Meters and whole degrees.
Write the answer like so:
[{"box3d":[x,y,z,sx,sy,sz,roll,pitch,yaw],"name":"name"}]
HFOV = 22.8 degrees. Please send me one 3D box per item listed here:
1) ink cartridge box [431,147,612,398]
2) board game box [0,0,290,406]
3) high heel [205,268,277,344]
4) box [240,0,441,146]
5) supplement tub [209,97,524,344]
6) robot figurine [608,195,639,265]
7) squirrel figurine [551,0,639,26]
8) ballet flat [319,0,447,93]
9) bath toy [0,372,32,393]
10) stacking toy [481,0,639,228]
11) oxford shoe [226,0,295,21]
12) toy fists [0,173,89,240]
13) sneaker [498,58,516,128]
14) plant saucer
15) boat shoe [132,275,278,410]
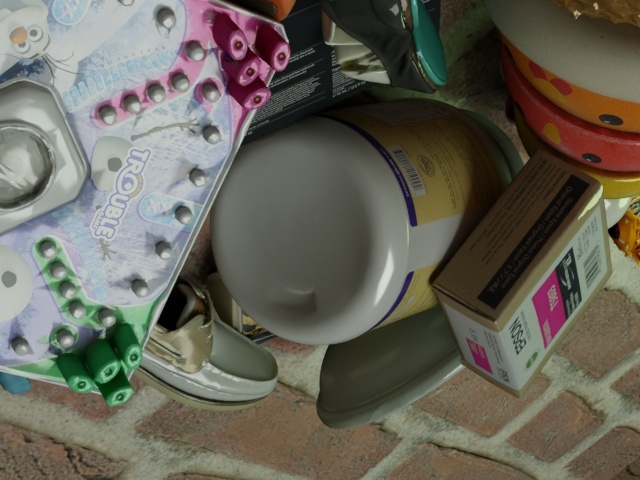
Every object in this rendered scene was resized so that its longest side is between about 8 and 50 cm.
[{"box3d":[0.225,0.041,1.715,0.193,0.088,0.235,-53,155,-12],"name":"ink cartridge box"},{"box3d":[-0.262,-0.061,1.331,0.390,0.050,0.390,17,108,-30],"name":"board game box"},{"box3d":[-0.042,0.056,1.932,0.186,0.093,0.261,-24,162,-13],"name":"high heel"},{"box3d":[-0.015,-0.218,1.538,0.261,0.103,0.184,-25,152,-15],"name":"box"},{"box3d":[0.064,-0.031,1.731,0.331,0.241,0.241,-15,148,-55],"name":"supplement tub"},{"box3d":[0.431,-0.052,2.273,0.211,0.085,0.291,-26,151,-17],"name":"robot figurine"},{"box3d":[0.275,-0.342,1.352,0.370,0.397,0.281,-14,138,-37],"name":"squirrel figurine"},{"box3d":[0.052,-0.196,1.439,0.096,0.095,0.280,-11,167,9],"name":"ballet flat"},{"box3d":[-0.478,0.195,1.660,0.348,0.129,0.151,-30,151,-7],"name":"bath toy"},{"box3d":[0.322,-0.156,1.708,0.350,0.350,0.480,-25,148,-17],"name":"stacking toy"},{"box3d":[-0.091,-0.341,1.294,0.133,0.130,0.364,-61,151,-21],"name":"oxford shoe"},{"box3d":[-0.276,-0.082,1.439,0.279,0.142,0.096,-32,114,-6],"name":"toy fists"},{"box3d":[0.293,-0.161,1.963,0.131,0.112,0.319,-19,146,3],"name":"sneaker"},{"box3d":[0.131,0.072,2.012,0.400,0.100,0.400,-38,-169,9],"name":"plant saucer"},{"box3d":[-0.164,0.102,1.778,0.302,0.113,0.103,22,122,-30],"name":"boat shoe"}]
